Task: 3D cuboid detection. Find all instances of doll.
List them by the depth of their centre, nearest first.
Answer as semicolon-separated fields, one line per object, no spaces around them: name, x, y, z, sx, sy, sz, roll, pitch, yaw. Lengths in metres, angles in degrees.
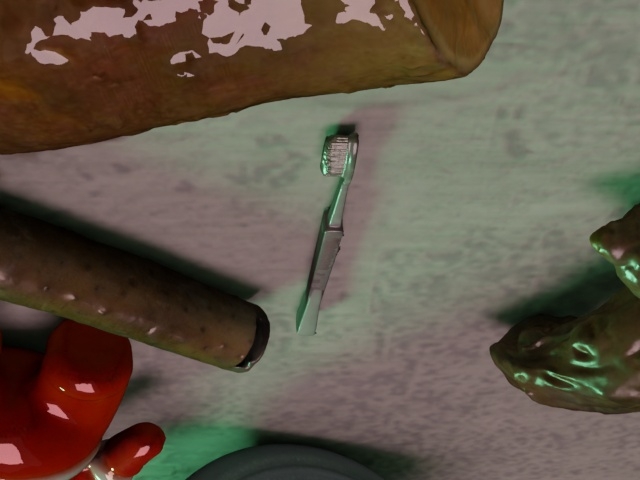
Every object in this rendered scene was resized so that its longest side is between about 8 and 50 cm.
doll;-0.212;0.149;0.988;0.199;0.105;0.336;7;141;-18

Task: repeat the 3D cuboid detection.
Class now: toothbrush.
toothbrush;0.002;0.000;0.818;0.017;0.014;0.194;0;150;-5

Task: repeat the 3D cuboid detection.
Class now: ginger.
ginger;0.183;0.028;0.809;0.122;0.084;0.290;3;151;-23

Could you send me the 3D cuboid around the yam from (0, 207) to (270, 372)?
yam;-0.137;0.015;0.804;0.264;0.046;0.046;23;142;-35

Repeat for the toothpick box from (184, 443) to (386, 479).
toothpick box;-0.068;0.319;1.138;0.263;0.263;0.354;12;148;-24

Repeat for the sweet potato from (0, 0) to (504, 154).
sweet potato;-0.108;-0.089;0.552;0.336;0.131;0.131;-9;150;9
